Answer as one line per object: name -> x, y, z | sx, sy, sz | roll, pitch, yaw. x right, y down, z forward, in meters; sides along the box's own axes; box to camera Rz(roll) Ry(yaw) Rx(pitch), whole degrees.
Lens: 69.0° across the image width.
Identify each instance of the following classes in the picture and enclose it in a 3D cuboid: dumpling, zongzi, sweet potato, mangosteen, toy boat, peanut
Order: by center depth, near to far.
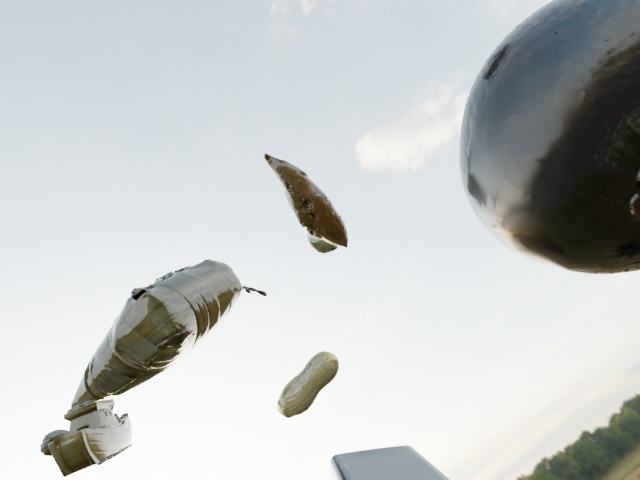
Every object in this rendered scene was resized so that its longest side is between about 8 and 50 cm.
mangosteen -> 0.265, -0.119, 0.459 | 0.274, 0.302, 0.275 | 3, -58, 4
sweet potato -> -0.020, -0.060, 0.748 | 0.068, 0.060, 0.206 | -44, -77, -25
toy boat -> -0.457, 0.388, 0.951 | 0.089, 0.122, 0.321 | -22, -11, -11
dumpling -> 0.000, 0.001, 1.037 | 0.077, 0.059, 0.043 | -10, -49, -25
peanut -> -0.031, 0.378, 1.225 | 0.206, 0.087, 0.087 | -45, -36, -15
zongzi -> -0.467, 0.258, 1.408 | 0.466, 0.218, 0.500 | -37, -2, 23

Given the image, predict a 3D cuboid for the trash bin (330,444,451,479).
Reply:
trash bin -> 0.112, 0.395, 0.698 | 0.176, 0.101, 0.236 | -4, -3, -12
